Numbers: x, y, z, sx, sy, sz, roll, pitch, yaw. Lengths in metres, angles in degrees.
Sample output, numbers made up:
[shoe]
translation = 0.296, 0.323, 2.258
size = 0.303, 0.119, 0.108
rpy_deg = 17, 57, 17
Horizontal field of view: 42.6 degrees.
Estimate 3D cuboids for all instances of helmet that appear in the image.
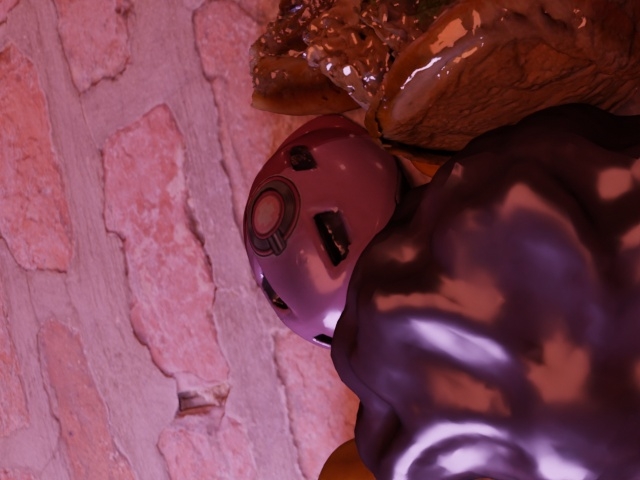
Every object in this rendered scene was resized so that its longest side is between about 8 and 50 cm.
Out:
[helmet]
translation = 0.000, 0.000, 0.842
size = 0.198, 0.154, 0.253
rpy_deg = -44, 77, 32

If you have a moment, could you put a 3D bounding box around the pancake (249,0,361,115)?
[pancake]
translation = 0.012, -0.250, 0.828
size = 0.265, 0.057, 0.245
rpy_deg = 0, 109, 31

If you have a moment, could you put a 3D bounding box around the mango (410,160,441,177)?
[mango]
translation = 0.125, -0.085, 0.805
size = 0.089, 0.046, 0.060
rpy_deg = 35, 118, 12

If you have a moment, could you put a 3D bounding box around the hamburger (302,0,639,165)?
[hamburger]
translation = 0.130, -0.152, 0.671
size = 0.285, 0.243, 0.146
rpy_deg = -12, 64, 6

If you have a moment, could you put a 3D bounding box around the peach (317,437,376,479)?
[peach]
translation = 0.071, 0.289, 0.860
size = 0.179, 0.103, 0.179
rpy_deg = 4, 97, 36

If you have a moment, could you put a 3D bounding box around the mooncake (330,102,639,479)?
[mooncake]
translation = 0.199, 0.078, 0.618
size = 0.380, 0.212, 0.351
rpy_deg = 8, 111, 18
